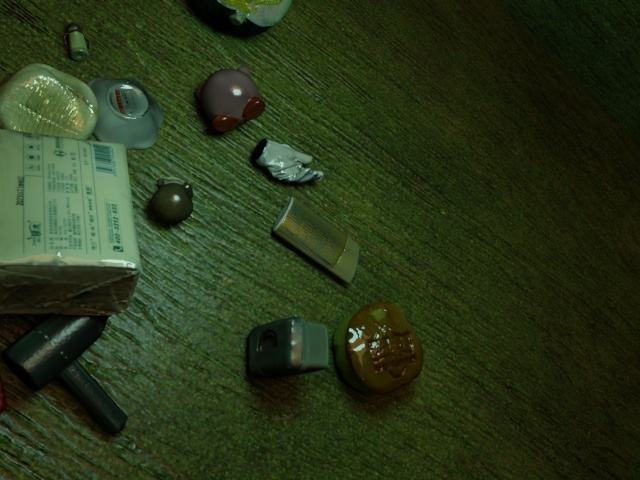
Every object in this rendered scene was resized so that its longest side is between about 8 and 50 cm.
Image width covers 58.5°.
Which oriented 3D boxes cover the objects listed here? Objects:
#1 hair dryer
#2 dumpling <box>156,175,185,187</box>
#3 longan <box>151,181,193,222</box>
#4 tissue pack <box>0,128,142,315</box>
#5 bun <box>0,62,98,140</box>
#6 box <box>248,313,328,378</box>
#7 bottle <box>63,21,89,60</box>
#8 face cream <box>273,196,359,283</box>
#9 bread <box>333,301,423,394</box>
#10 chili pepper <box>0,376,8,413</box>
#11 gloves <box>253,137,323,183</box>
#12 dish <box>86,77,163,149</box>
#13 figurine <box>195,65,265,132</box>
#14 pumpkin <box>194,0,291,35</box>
[{"bbox_3d":[-0.501,0.277,1.267,0.244,0.116,0.302,-45,110,-36],"label":"hair dryer"},{"bbox_3d":[-0.392,-0.151,1.517,0.077,0.059,0.043,37,45,-19],"label":"dumpling"},{"bbox_3d":[-0.377,-0.100,1.480,0.106,0.106,0.119,46,68,-9],"label":"longan"},{"bbox_3d":[-0.558,-0.039,1.219,0.297,0.207,0.380,4,50,-29],"label":"tissue pack"},{"bbox_3d":[-0.654,-0.310,1.366,0.229,0.145,0.229,-11,112,-30],"label":"bun"},{"bbox_3d":[-0.084,0.276,1.459,0.129,0.210,0.147,13,66,-36],"label":"box"},{"bbox_3d":[-0.645,-0.529,1.512,0.063,0.047,0.101,22,48,-67],"label":"bottle"},{"bbox_3d":[0.000,0.000,1.706,0.285,0.067,0.139,36,57,-16],"label":"face cream"},{"bbox_3d":[0.167,0.311,1.642,0.270,0.148,0.269,12,66,-28],"label":"bread"},{"bbox_3d":[-0.728,0.257,1.124,0.253,0.136,0.144,38,10,-27],"label":"chili pepper"},{"bbox_3d":[-0.093,-0.231,1.720,0.229,0.097,0.119,21,66,-20],"label":"gloves"},{"bbox_3d":[-0.514,-0.352,1.503,0.229,0.081,0.229,12,66,-29],"label":"dish"},{"bbox_3d":[-0.259,-0.411,1.640,0.173,0.173,0.173,12,66,-29],"label":"figurine"},{"bbox_3d":[-0.261,-0.759,1.759,0.293,0.197,0.263,24,73,-31],"label":"pumpkin"}]
